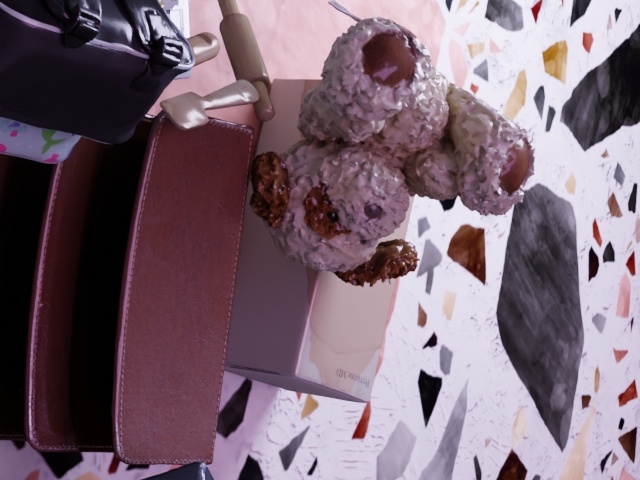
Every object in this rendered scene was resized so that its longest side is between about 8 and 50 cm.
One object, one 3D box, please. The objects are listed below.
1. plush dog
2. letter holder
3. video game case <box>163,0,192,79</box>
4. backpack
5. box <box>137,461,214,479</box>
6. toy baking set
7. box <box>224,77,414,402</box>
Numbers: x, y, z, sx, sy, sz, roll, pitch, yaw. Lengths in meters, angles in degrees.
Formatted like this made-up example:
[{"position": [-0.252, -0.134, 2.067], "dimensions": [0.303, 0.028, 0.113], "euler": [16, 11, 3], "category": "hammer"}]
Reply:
[{"position": [0.033, -0.076, 1.454], "dimensions": [0.262, 0.211, 0.225], "euler": [35, 90, -37], "category": "plush dog"}, {"position": [-0.197, 0.032, 1.329], "dimensions": [0.214, 0.152, 0.301], "euler": [11, 86, -51], "category": "letter holder"}, {"position": [-0.189, -0.242, 1.412], "dimensions": [0.183, 0.023, 0.201], "euler": [-15, 107, -52], "category": "video game case"}, {"position": [-0.244, -0.191, 1.187], "dimensions": [0.225, 0.191, 0.253], "euler": [8, 48, -54], "category": "backpack"}, {"position": [-0.119, 0.525, 1.194], "dimensions": [0.480, 0.297, 0.471], "euler": [-97, 161, -55], "category": "box"}, {"position": [-0.122, -0.175, 1.364], "dimensions": [0.197, 0.030, 0.256], "euler": [14, 44, -45], "category": "toy baking set"}, {"position": [0.000, 0.000, 1.608], "dimensions": [0.148, 0.121, 0.311], "euler": [24, 75, -51], "category": "box"}]
